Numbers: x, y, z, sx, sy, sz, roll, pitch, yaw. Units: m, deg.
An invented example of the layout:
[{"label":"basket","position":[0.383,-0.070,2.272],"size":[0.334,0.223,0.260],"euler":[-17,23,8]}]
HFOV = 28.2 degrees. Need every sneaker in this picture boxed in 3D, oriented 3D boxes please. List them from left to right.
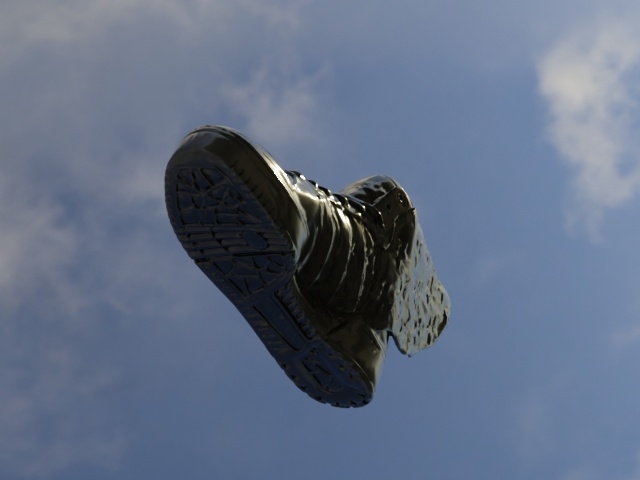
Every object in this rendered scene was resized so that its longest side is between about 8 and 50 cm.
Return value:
[{"label":"sneaker","position":[0.002,0.000,0.508],"size":[0.170,0.051,0.089],"euler":[60,-137,-36]}]
